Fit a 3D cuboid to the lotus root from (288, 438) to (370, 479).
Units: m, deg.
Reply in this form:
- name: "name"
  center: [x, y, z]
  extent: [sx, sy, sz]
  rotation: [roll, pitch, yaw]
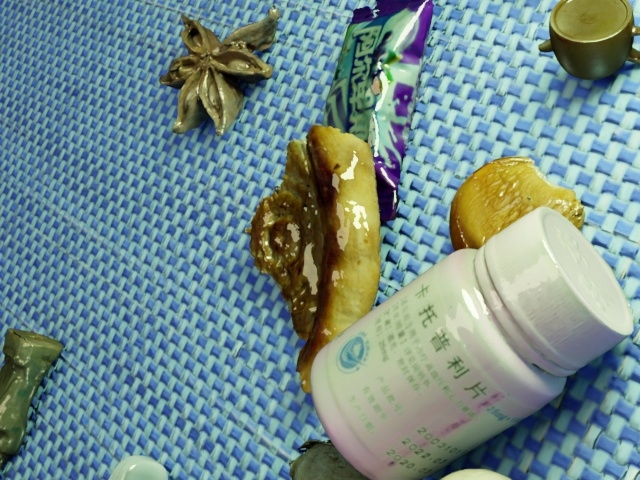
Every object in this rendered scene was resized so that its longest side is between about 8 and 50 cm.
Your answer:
- name: "lotus root"
  center: [0.018, 0.231, 1.031]
  extent: [0.088, 0.088, 0.165]
  rotation: [-62, 33, 2]

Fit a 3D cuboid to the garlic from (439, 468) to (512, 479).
- name: "garlic"
  center: [0.115, 0.266, 0.884]
  extent: [0.230, 0.178, 0.142]
  rotation: [-9, 32, 23]

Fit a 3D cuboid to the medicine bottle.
- name: "medicine bottle"
  center: [0.125, 0.092, 0.937]
  extent: [0.254, 0.152, 0.152]
  rotation: [-39, 48, 26]

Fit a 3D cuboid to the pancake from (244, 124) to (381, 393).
- name: "pancake"
  center: [0.000, 0.000, 1.137]
  extent: [0.212, 0.056, 0.257]
  rotation: [-54, 49, 32]

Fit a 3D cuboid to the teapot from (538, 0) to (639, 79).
- name: "teapot"
  center: [0.257, -0.181, 1.007]
  extent: [0.121, 0.068, 0.076]
  rotation: [12, 57, 25]

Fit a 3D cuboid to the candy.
- name: "candy"
  center: [0.057, -0.146, 1.185]
  extent: [0.145, 0.070, 0.275]
  rotation: [-3, 73, 51]

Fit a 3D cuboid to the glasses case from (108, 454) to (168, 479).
- name: "glasses case"
  center: [-0.226, 0.328, 1.229]
  extent: [0.045, 0.067, 0.178]
  rotation: [17, 83, 45]

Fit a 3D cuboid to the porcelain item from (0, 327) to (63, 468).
- name: "porcelain item"
  center: [-0.420, 0.229, 1.479]
  extent: [0.081, 0.069, 0.215]
  rotation: [19, 90, 43]

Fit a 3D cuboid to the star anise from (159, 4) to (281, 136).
- name: "star anise"
  center: [-0.133, -0.210, 1.409]
  extent: [0.208, 0.063, 0.171]
  rotation: [5, 79, 42]

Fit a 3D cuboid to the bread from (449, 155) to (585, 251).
- name: "bread"
  center: [0.173, -0.017, 1.024]
  extent: [0.126, 0.044, 0.129]
  rotation: [-50, 41, 13]
